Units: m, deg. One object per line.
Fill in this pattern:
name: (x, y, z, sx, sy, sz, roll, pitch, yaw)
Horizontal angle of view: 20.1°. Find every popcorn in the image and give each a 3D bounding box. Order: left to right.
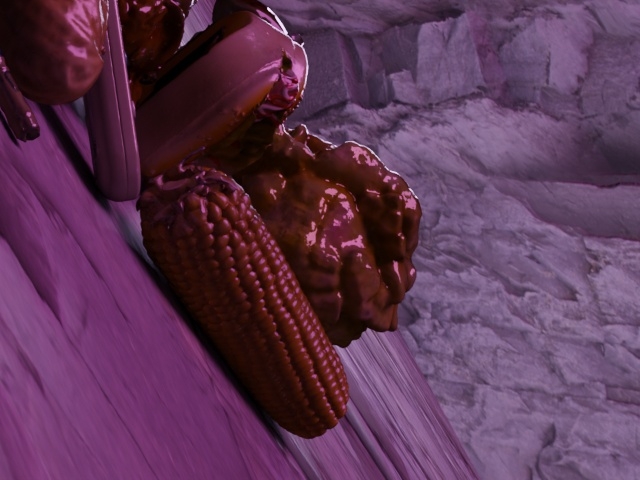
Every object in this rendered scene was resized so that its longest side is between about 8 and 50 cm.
popcorn: (0.000, 0.000, 1.887, 0.259, 0.212, 0.259, 12, 90, -87)

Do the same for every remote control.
remote control: (-0.189, -0.143, 1.567, 0.078, 0.042, 0.221, 161, -80, -76)

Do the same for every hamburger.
hamburger: (-0.109, -0.133, 1.801, 0.116, 0.210, 0.173, 47, 19, -17)

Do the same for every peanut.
peanut: (-0.241, -0.210, 1.499, 0.103, 0.098, 0.229, -1, 54, -41)

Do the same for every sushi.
sushi: (-0.205, -0.246, 1.714, 0.204, 0.213, 0.200, 46, 21, 27)

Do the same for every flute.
flute: (-0.275, -0.174, 1.402, 0.233, 0.027, 0.027, 59, 5, 15)

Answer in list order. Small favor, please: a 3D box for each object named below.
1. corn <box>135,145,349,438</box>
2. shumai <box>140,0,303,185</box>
corn: (-0.065, 0.058, 1.657, 0.305, 0.106, 0.106, 59, 4, -32)
shumai: (-0.094, -0.145, 2.091, 0.271, 0.204, 0.222, 64, 7, 19)
